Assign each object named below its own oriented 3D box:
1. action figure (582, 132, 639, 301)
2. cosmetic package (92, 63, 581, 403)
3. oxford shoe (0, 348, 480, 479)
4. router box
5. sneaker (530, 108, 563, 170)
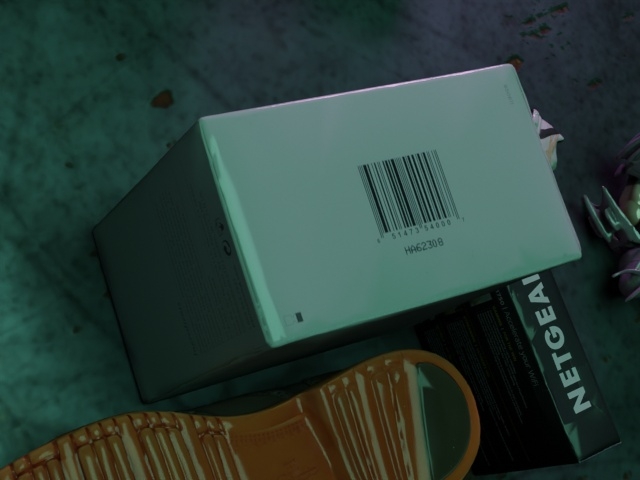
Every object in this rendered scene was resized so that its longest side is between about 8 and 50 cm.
[{"bbox_3d":[0.346,-0.034,1.029,0.285,0.099,0.185,-39,100,-27],"label":"action figure"},{"bbox_3d":[0.000,0.000,0.767,0.224,0.224,0.138,-13,80,-29],"label":"cosmetic package"},{"bbox_3d":[-0.075,0.164,0.736,0.363,0.132,0.130,-10,83,-30],"label":"oxford shoe"},{"bbox_3d":[0.131,0.080,0.865,0.046,0.133,0.179,-20,86,-29],"label":"router box"},{"bbox_3d":[0.176,-0.057,0.979,0.043,0.040,0.109,31,65,-19],"label":"sneaker"}]
